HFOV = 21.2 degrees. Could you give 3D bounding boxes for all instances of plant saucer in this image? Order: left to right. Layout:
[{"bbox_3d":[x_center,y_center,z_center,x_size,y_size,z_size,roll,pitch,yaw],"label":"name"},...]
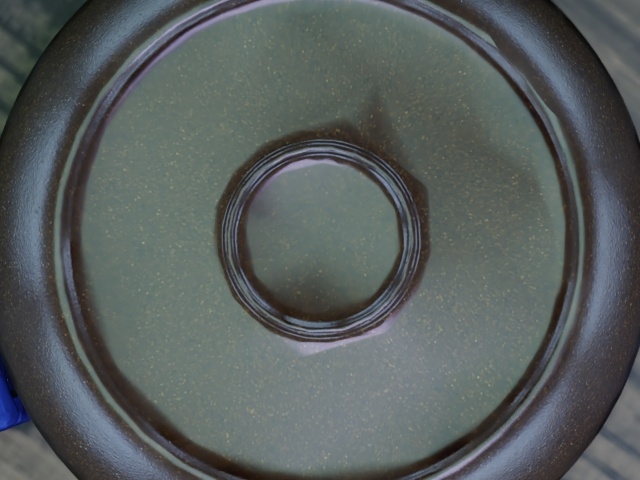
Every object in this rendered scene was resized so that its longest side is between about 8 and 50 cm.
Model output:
[{"bbox_3d":[0.000,0.000,0.767,0.311,0.050,0.310,0,88,0],"label":"plant saucer"}]

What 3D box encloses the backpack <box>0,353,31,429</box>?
[{"bbox_3d":[-0.197,0.043,0.800,0.098,0.101,0.120,-21,87,2],"label":"backpack"}]
